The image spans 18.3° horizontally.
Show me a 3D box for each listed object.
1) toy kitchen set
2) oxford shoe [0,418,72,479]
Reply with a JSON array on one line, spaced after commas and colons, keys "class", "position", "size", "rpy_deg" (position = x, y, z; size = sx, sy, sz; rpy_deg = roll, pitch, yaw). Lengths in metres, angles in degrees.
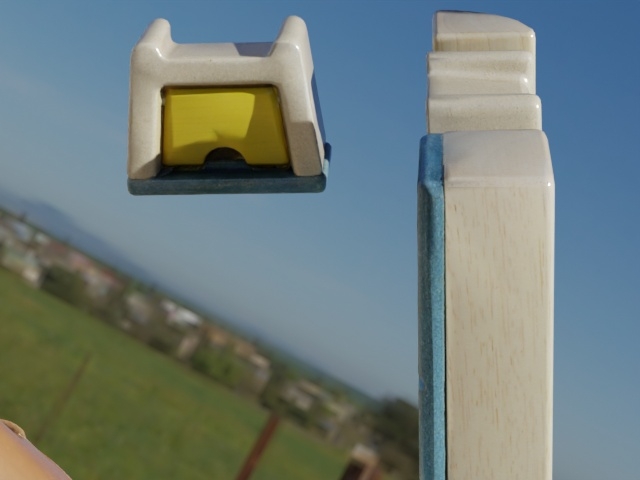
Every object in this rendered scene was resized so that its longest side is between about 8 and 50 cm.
[{"class": "toy kitchen set", "position": [0.000, 0.000, 0.741], "size": [0.166, 0.122, 0.207], "rpy_deg": [-1, 21, 4]}, {"class": "oxford shoe", "position": [-0.103, 0.062, 0.496], "size": [0.076, 0.076, 0.212], "rpy_deg": [-17, -64, 27]}]
